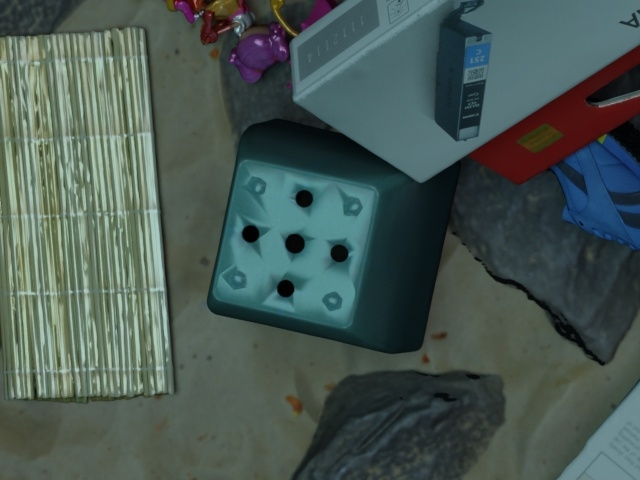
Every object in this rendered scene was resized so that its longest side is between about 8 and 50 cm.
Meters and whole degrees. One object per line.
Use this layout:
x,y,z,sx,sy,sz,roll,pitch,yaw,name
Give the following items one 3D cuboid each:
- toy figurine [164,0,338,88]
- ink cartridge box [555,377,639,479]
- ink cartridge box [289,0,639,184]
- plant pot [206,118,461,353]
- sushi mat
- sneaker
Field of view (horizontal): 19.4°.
-0.058,-0.189,1.516,0.173,0.130,0.159,-30,97,31,toy figurine
0.371,0.204,1.478,0.308,0.091,0.385,40,114,6,ink cartridge box
0.172,-0.135,1.301,0.296,0.261,0.066,-33,45,32,ink cartridge box
0.000,0.000,1.439,0.166,0.234,0.165,12,95,9,plant pot
-0.208,-0.019,1.583,0.151,0.019,0.316,-4,91,9,sushi mat
0.243,-0.021,1.453,0.082,0.069,0.209,-56,51,24,sneaker
